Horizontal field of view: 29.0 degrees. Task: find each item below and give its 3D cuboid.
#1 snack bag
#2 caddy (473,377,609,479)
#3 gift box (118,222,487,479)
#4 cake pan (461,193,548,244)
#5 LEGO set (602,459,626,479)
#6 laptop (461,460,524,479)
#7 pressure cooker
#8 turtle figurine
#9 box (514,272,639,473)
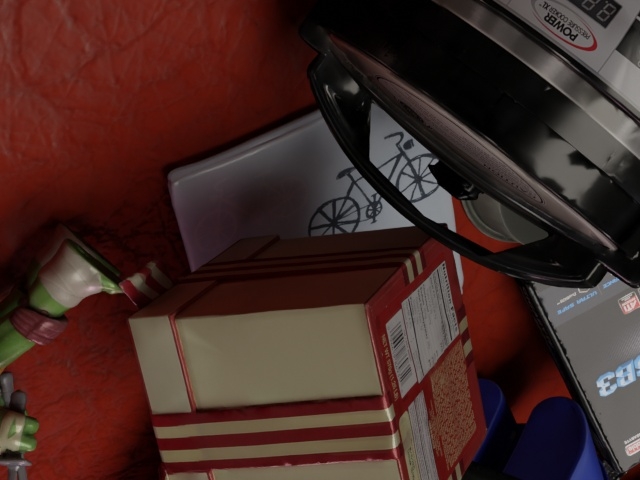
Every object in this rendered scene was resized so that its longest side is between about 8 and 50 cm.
[{"bbox_3d":[0.000,0.000,1.303,0.323,0.037,0.342,-26,131,-17],"label":"snack bag"},{"bbox_3d":[0.216,0.337,1.536,0.341,0.241,0.179,-53,140,-35],"label":"caddy"},{"bbox_3d":[-0.026,0.123,1.094,0.276,0.258,0.255,-28,110,-62],"label":"gift box"},{"bbox_3d":[0.292,-0.109,1.412,0.293,0.054,0.293,-19,132,-23],"label":"cake pan"},{"bbox_3d":[0.505,0.336,1.762,0.331,0.255,0.192,-43,165,16],"label":"LEGO set"},{"bbox_3d":[-0.015,0.374,1.401,0.382,0.236,0.408,22,92,-2],"label":"laptop"},{"bbox_3d":[0.211,-0.178,1.056,0.375,0.370,0.420,34,97,-39],"label":"pressure cooker"},{"bbox_3d":[-0.261,0.136,1.103,0.266,0.275,0.198,-49,164,-2],"label":"turtle figurine"},{"bbox_3d":[0.428,0.096,1.536,0.296,0.073,0.293,-28,107,-2],"label":"box"}]
